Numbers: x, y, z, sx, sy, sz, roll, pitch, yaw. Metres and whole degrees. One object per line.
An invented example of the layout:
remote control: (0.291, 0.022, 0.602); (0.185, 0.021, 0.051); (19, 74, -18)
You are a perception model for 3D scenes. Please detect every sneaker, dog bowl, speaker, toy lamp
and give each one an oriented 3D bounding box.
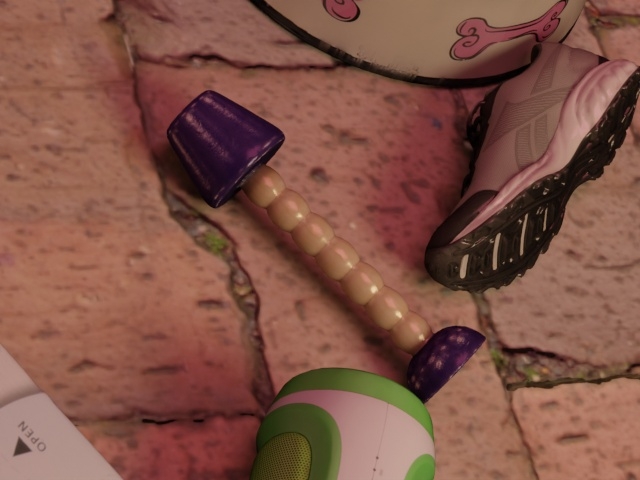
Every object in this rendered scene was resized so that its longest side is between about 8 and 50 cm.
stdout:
sneaker: (0.152, -0.060, 1.568); (0.108, 0.100, 0.271); (26, 52, 20)
dog bowl: (0.084, -0.338, 1.654); (0.408, 0.150, 0.408); (13, 56, -20)
speaker: (-0.007, 0.232, 1.273); (0.131, 0.131, 0.296); (24, 53, -13)
toy lamp: (0.000, 0.000, 1.450); (0.275, 0.080, 0.080); (43, 51, 3)

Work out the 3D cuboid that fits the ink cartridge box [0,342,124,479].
ink cartridge box: (-0.279, 0.221, 1.126); (0.308, 0.091, 0.385); (50, 49, -9)
